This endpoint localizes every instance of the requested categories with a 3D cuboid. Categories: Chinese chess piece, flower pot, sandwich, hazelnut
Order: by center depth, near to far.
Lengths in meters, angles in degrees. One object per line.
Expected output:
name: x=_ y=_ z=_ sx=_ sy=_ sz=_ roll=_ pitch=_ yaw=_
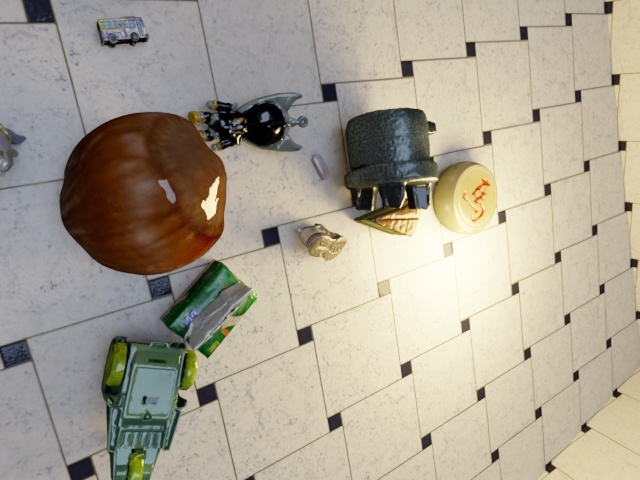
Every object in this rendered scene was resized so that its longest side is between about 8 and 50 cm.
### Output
hazelnut: x=-0.378 y=-0.099 z=0.965 sx=0.371 sy=0.315 sz=0.373 roll=0 pitch=90 yaw=1
flower pot: x=0.213 y=-0.225 z=1.337 sx=0.298 sy=0.299 sz=0.283 roll=-5 pitch=89 yaw=-31
sandwich: x=0.223 y=-0.101 z=1.436 sx=0.187 sy=0.117 sz=0.145 roll=18 pitch=83 yaw=-30
Chinese chess piece: x=0.535 y=-0.157 z=1.631 sx=0.273 sy=0.102 sz=0.274 roll=-3 pitch=97 yaw=-32

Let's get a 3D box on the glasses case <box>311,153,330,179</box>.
glasses case: x=0.002 y=-0.221 z=1.339 sx=0.032 sy=0.021 sz=0.083 roll=-41 pitch=115 yaw=-24

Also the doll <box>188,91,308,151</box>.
doll: x=-0.181 y=-0.301 z=1.170 sx=0.315 sy=0.103 sz=0.146 roll=-10 pitch=90 yaw=-23

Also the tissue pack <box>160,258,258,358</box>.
tissue pack: x=-0.274 y=0.176 z=1.134 sx=0.209 sy=0.156 sz=0.148 roll=-50 pitch=115 yaw=-16

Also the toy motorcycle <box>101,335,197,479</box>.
toy motorcycle: x=-0.431 y=0.398 z=1.049 sx=0.191 sy=0.199 sz=0.327 roll=16 pitch=76 yaw=-32

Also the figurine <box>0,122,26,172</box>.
figurine: x=-0.657 y=-0.175 z=0.853 sx=0.128 sy=0.183 sz=0.209 roll=31 pitch=37 yaw=-32

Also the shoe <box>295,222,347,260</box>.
shoe: x=0.000 y=0.000 z=1.326 sx=0.180 sy=0.092 sz=0.089 roll=6 pitch=119 yaw=-55

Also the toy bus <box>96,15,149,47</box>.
toy bus: x=-0.451 y=-0.478 z=1.012 sx=0.102 sy=0.052 sz=0.058 roll=-19 pitch=106 yaw=-27
